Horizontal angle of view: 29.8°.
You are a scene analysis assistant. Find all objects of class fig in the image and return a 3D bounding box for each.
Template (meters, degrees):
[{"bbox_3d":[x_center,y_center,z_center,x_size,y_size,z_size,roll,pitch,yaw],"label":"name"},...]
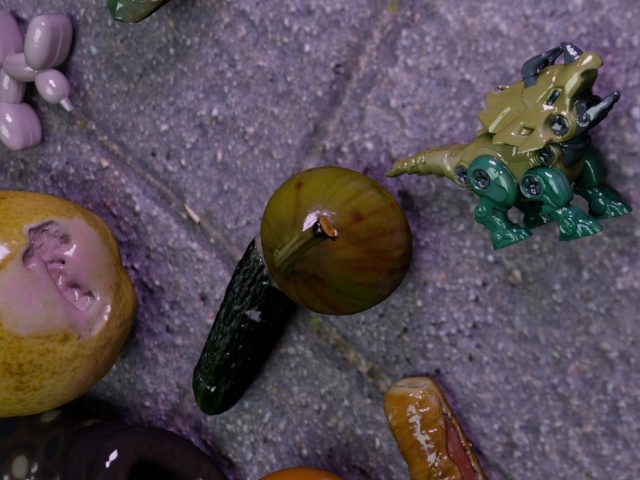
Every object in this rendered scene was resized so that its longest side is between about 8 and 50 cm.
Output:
[{"bbox_3d":[0.006,0.012,1.116,0.148,0.186,0.142,0,113,34],"label":"fig"}]

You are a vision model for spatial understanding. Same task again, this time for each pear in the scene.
[{"bbox_3d":[-0.337,0.067,1.337,0.271,0.271,0.271,12,112,32],"label":"pear"}]

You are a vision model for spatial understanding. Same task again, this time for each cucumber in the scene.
[{"bbox_3d":[-0.079,0.096,1.277,0.074,0.074,0.241,40,127,18],"label":"cucumber"}]

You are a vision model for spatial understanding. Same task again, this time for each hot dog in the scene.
[{"bbox_3d":[0.136,0.269,1.191,0.088,0.061,0.285,-28,87,50],"label":"hot dog"}]

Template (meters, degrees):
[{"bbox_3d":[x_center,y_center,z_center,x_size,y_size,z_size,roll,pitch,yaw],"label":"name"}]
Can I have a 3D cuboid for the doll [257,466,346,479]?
[{"bbox_3d":[-0.041,0.350,1.246,0.236,0.213,0.213,-37,83,40],"label":"doll"}]

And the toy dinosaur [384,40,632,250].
[{"bbox_3d":[0.160,-0.063,1.046,0.259,0.094,0.153,-23,92,46],"label":"toy dinosaur"}]

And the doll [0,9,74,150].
[{"bbox_3d":[-0.344,-0.182,1.379,0.161,0.059,0.160,8,108,33],"label":"doll"}]

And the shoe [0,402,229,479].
[{"bbox_3d":[-0.254,0.291,1.400,0.384,0.171,0.237,43,132,14],"label":"shoe"}]

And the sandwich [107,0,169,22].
[{"bbox_3d":[-0.211,-0.387,1.151,0.301,0.162,0.250,51,123,7],"label":"sandwich"}]
